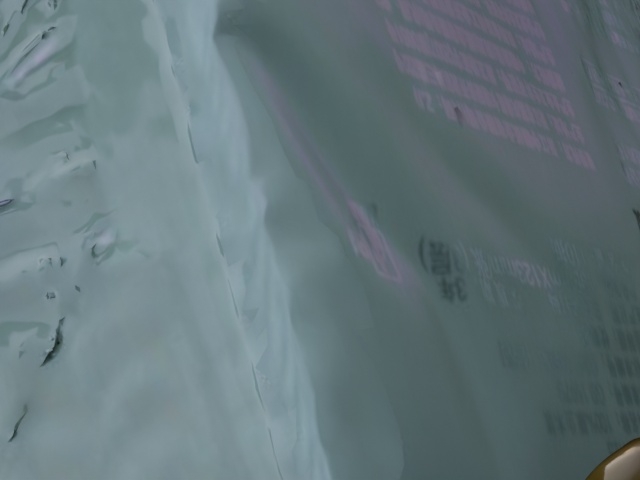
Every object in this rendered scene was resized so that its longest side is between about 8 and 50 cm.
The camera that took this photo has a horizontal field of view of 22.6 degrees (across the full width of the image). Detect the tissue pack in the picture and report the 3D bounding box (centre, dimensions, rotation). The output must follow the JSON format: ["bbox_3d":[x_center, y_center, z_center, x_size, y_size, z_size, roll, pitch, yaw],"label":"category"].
[{"bbox_3d":[0.000,0.000,0.574,0.205,0.405,0.332,-21,74,26],"label":"tissue pack"}]

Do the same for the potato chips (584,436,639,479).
[{"bbox_3d":[0.081,0.133,0.407,0.062,0.195,0.208,29,119,30],"label":"potato chips"}]
